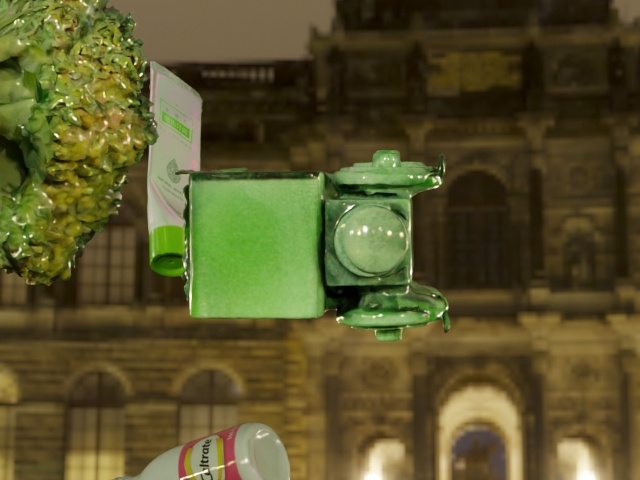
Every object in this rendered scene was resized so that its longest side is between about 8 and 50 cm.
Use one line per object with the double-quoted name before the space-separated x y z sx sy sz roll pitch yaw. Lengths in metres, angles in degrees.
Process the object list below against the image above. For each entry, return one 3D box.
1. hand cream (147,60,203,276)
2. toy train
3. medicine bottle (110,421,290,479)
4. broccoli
"hand cream" -0.167 -0.083 1.728 0.050 0.275 0.079 -9 -36 9
"toy train" 0.000 0.000 1.084 0.188 0.132 0.243 0 2 5
"medicine bottle" -0.144 0.270 1.655 0.217 0.090 0.090 -22 -20 25
"broccoli" -0.207 -0.073 0.919 0.194 0.219 0.194 -18 6 2
